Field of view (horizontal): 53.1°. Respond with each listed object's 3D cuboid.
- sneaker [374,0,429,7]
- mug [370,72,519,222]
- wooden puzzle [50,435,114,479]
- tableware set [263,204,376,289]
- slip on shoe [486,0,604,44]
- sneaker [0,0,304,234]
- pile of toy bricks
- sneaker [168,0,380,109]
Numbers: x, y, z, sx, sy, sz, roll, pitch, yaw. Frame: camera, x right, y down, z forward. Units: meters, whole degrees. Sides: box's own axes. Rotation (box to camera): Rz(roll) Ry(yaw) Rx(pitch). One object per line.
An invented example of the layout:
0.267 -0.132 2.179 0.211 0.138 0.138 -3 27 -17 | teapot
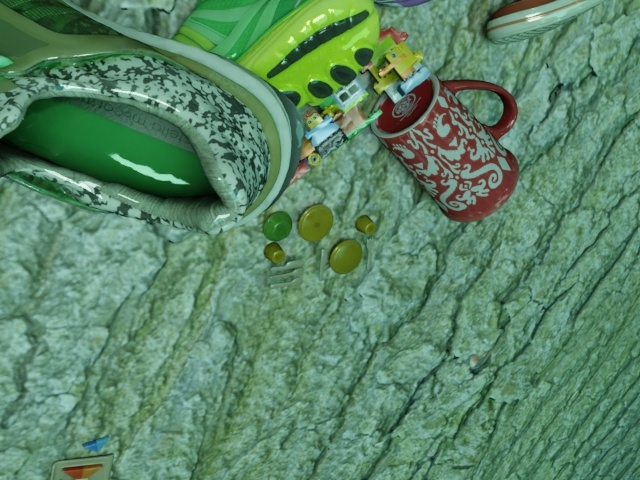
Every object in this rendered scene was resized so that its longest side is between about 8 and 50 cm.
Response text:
0.155 -0.314 0.593 0.282 0.161 0.102 -25 90 12 | sneaker
0.149 -0.126 0.761 0.169 0.113 0.150 36 65 -38 | mug
-0.288 0.290 0.770 0.079 0.014 0.116 -6 120 -31 | wooden puzzle
0.000 0.000 0.782 0.154 0.024 0.104 -10 119 -27 | tableware set
0.324 -0.334 0.748 0.331 0.123 0.101 -35 99 -5 | slip on shoe
-0.206 -0.101 0.411 0.410 0.182 0.158 15 107 -8 | sneaker
0.006 -0.151 0.653 0.212 0.118 0.105 -38 95 5 | pile of toy bricks
-0.092 -0.149 0.575 0.296 0.123 0.109 -24 140 3 | sneaker
